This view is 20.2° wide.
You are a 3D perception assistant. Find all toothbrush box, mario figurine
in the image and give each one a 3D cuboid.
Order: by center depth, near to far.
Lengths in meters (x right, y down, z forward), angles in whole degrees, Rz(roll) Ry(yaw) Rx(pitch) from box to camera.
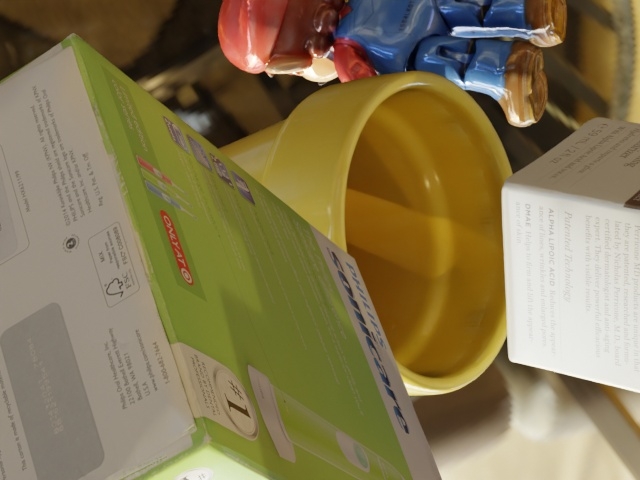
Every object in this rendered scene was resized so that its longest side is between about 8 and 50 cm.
[{"bbox_3d":[-0.058,0.069,0.825,0.122,0.206,0.283,-31,149,15],"label":"toothbrush box"},{"bbox_3d":[0.060,-0.180,1.636,0.198,0.321,0.170,-49,144,-53],"label":"mario figurine"}]

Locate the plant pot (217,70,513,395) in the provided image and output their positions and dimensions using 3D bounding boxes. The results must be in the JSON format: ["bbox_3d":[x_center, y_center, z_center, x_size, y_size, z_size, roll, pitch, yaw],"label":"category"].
[{"bbox_3d":[0.000,0.000,1.460,0.254,0.239,0.254,6,82,-51],"label":"plant pot"}]

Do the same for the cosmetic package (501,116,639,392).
[{"bbox_3d":[0.250,0.013,1.320,0.151,0.184,0.151,-35,128,-47],"label":"cosmetic package"}]
